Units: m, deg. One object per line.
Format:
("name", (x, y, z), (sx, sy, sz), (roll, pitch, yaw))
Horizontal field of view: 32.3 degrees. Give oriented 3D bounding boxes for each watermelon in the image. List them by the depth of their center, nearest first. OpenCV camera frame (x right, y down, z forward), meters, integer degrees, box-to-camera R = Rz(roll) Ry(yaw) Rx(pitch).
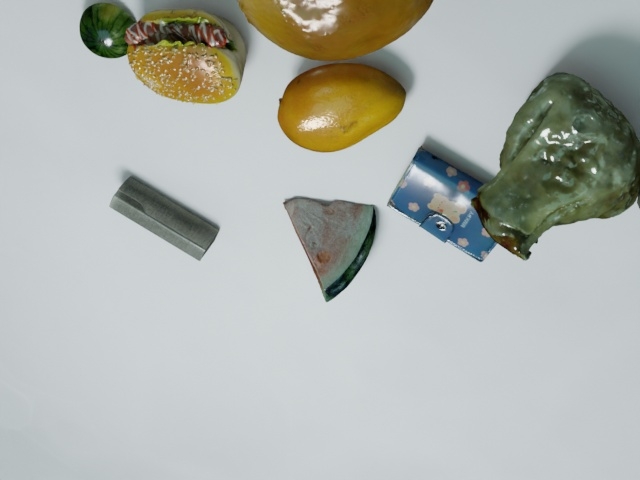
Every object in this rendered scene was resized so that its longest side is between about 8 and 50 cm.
("watermelon", (-0.371, -0.356, 1.915), (0.105, 0.062, 0.106), (8, 134, 9))
("watermelon", (0.022, 0.007, 2.038), (0.207, 0.136, 0.202), (129, 124, -69))

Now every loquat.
("loquat", (0.015, -0.407, 1.525), (0.328, 0.328, 0.329), (13, 131, 16))

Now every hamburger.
("hamburger", (-0.226, -0.307, 1.848), (0.210, 0.116, 0.173), (5, 131, 22))

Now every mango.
("mango", (0.034, -0.221, 1.805), (0.219, 0.112, 0.145), (-13, 121, 19))

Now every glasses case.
("glasses case", (-0.299, -0.044, 2.129), (0.205, 0.071, 0.047), (32, 130, 0))

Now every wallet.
("wallet", (0.224, -0.057, 1.874), (0.202, 0.059, 0.141), (30, 135, 0))

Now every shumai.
("shumai", (0.346, -0.100, 1.648), (0.225, 0.222, 0.261), (32, 140, 30))

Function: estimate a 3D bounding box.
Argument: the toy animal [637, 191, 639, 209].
("toy animal", (0.560, -0.131, 1.625), (0.168, 0.106, 0.343), (19, 139, 1))
